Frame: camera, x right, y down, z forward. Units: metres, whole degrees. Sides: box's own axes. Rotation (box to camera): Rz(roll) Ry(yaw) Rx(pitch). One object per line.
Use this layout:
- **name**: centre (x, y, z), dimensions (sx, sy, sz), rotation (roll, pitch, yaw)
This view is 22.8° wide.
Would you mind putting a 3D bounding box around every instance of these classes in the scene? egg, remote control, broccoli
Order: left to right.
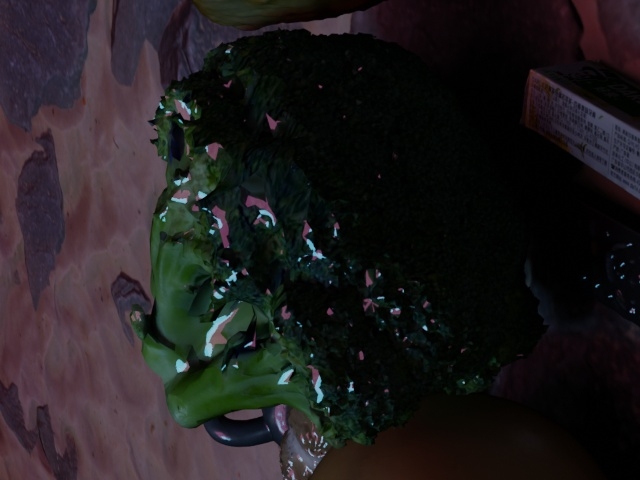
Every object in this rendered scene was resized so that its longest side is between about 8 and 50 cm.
- **broccoli**: centre (0.000, 0.000, 0.923), dimensions (0.245, 0.265, 0.294), rotation (-39, 32, 33)
- **egg**: centre (0.077, 0.187, 0.932), dimensions (0.201, 0.201, 0.244), rotation (64, -169, 20)
- **remote control**: centre (0.191, 0.030, 0.837), dimensions (0.245, 0.025, 0.063), rotation (38, 138, 51)

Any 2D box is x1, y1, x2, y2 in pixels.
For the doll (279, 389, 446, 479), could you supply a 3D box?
- **doll**: centre (0.039, 0.096, 1.080), dimensions (0.105, 0.115, 0.221), rotation (30, 104, 32)

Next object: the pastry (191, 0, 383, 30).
- **pastry**: centre (-0.034, -0.270, 0.892), dimensions (0.329, 0.136, 0.329), rotation (-10, -90, -81)

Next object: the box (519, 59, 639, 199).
- **box**: centre (0.181, -0.038, 0.790), dimensions (0.207, 0.050, 0.041), rotation (41, 136, 49)

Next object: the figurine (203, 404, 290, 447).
- **figurine**: centre (-0.037, 0.069, 1.208), dimensions (0.193, 0.140, 0.265), rotation (-176, 87, -81)
